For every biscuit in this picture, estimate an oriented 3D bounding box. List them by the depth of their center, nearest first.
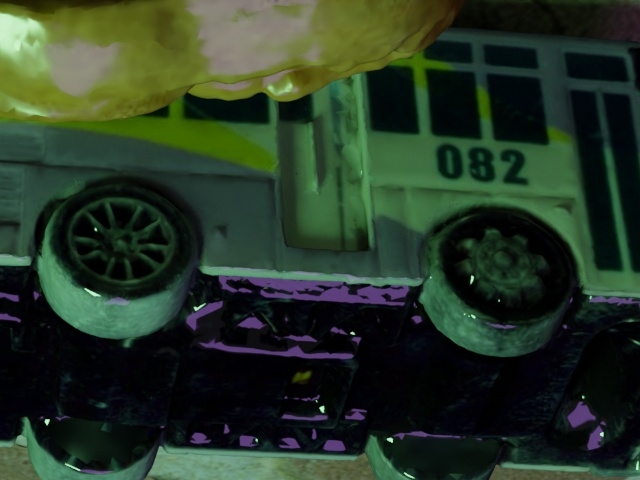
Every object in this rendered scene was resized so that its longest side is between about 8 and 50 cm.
[{"bbox_3d":[-0.130,-0.151,0.835,0.455,0.350,0.078,-9,131,-17],"label":"biscuit"}]

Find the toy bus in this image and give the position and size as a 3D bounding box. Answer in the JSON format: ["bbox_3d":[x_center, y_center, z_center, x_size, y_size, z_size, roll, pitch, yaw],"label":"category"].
[{"bbox_3d":[0.000,0.000,1.163,0.440,0.249,0.209,3,143,-9],"label":"toy bus"}]
